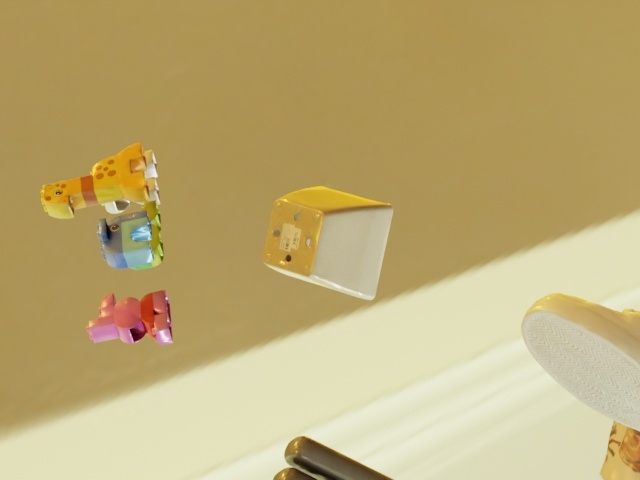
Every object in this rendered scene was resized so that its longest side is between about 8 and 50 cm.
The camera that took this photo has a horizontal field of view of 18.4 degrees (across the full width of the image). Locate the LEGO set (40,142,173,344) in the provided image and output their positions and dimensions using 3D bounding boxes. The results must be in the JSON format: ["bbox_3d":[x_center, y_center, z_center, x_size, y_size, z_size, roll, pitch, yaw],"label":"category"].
[{"bbox_3d":[-0.190,-0.012,1.718,0.227,0.093,0.087,-99,-3,-46],"label":"LEGO set"}]

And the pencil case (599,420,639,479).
[{"bbox_3d":[0.467,0.135,2.331,0.183,0.160,0.410,25,-99,-34],"label":"pencil case"}]

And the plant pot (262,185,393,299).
[{"bbox_3d":[0.000,0.000,2.163,0.096,0.109,0.109,4,-80,-52],"label":"plant pot"}]

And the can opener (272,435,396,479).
[{"bbox_3d":[0.088,0.279,1.989,0.280,0.093,0.074,26,-117,-5],"label":"can opener"}]

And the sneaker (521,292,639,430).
[{"bbox_3d":[0.347,0.100,1.926,0.292,0.108,0.169,30,-124,-1],"label":"sneaker"}]
